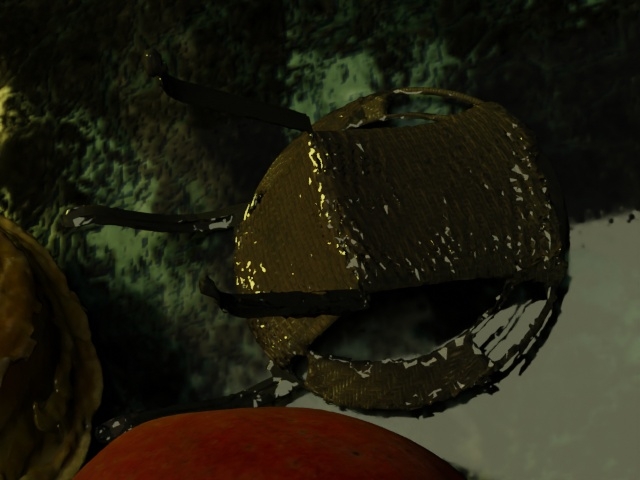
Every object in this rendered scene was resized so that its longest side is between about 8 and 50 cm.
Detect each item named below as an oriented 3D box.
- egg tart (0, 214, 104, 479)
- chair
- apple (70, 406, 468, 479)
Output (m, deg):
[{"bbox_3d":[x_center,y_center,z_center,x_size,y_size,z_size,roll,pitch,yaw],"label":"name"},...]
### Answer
[{"bbox_3d":[-0.213,0.044,0.454,0.106,0.241,0.241,-48,57,44],"label":"egg tart"},{"bbox_3d":[0.000,0.000,0.469,0.213,0.149,0.174,-3,62,-27],"label":"chair"},{"bbox_3d":[-0.020,0.169,0.355,0.234,0.234,0.234,-6,71,17],"label":"apple"}]
